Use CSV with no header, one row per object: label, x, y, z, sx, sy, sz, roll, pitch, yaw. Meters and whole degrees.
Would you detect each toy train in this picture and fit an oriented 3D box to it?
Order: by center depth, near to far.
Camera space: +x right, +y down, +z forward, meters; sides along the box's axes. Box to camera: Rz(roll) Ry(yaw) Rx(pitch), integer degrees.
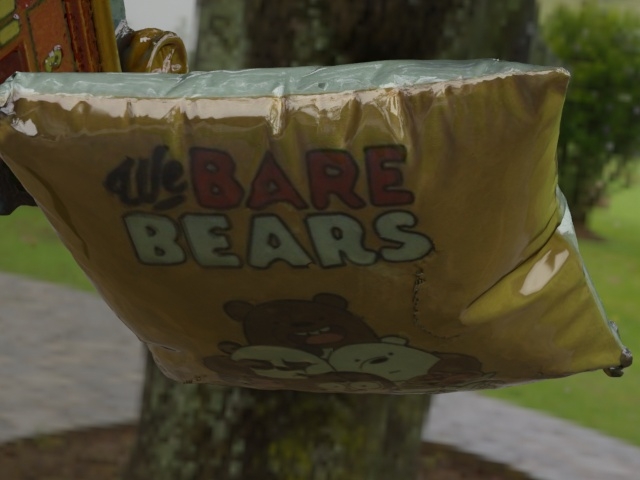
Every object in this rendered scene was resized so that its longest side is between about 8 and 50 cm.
toy train,-0.239,-0.186,1.398,0.163,0.369,0.231,15,40,26

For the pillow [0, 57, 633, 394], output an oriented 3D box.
pillow,0.000,0.000,0.963,0.310,0.119,0.312,1,-31,17
